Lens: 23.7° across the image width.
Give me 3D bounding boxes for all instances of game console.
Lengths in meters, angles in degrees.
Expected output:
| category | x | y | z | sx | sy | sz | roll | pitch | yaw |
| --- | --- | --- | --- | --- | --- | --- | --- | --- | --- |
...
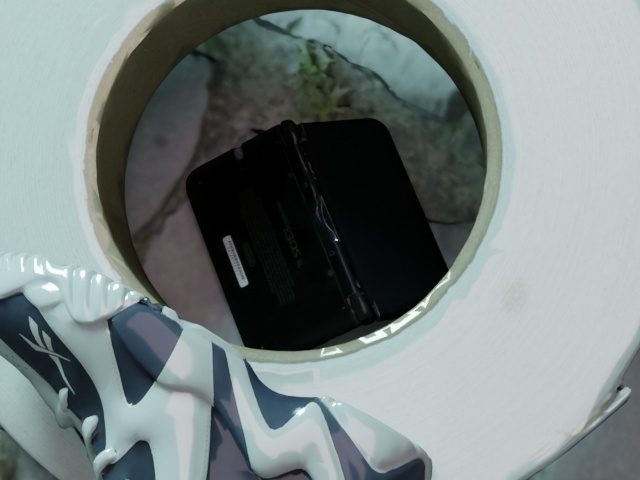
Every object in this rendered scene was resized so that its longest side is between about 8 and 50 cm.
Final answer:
| category | x | y | z | sx | sy | sz | roll | pitch | yaw |
| --- | --- | --- | --- | --- | --- | --- | --- | --- | --- |
| game console | 0.000 | 0.000 | 0.849 | 0.107 | 0.071 | 0.122 | -27 | 72 | 15 |

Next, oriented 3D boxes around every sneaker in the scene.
| category | x | y | z | sx | sy | sz | roll | pitch | yaw |
| --- | --- | --- | --- | --- | --- | --- | --- | --- | --- |
| sneaker | -0.084 | 0.113 | 0.670 | 0.235 | 0.094 | 0.153 | 28 | 75 | 0 |

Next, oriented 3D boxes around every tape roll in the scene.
| category | x | y | z | sx | sy | sz | roll | pitch | yaw |
| --- | --- | --- | --- | --- | --- | --- | --- | --- | --- |
| tape roll | -0.011 | -0.035 | 0.776 | 0.392 | 0.072 | 0.392 | -1 | 79 | 5 |
